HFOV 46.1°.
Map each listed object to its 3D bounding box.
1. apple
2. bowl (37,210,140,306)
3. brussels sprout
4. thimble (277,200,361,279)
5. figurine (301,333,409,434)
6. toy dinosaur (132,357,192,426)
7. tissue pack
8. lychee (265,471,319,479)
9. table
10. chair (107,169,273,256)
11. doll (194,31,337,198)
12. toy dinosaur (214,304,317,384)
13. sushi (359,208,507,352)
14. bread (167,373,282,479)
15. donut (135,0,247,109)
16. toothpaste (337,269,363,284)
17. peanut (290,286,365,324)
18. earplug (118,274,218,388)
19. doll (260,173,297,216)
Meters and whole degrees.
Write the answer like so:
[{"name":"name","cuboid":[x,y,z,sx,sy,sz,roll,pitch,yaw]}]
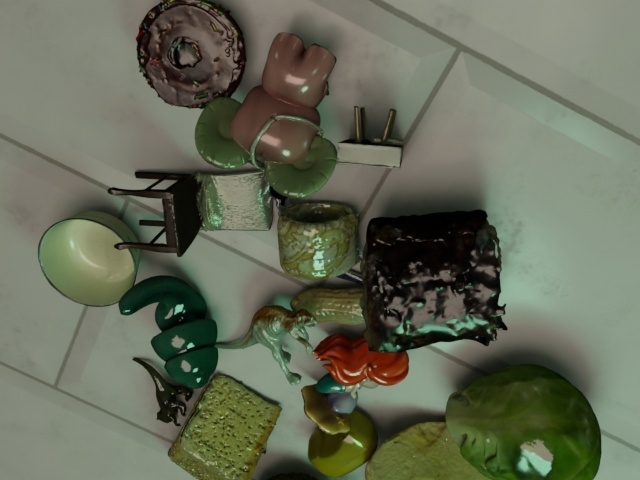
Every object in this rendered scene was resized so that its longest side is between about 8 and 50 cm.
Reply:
[{"name":"apple","cuboid":[0.290,0.618,1.893,0.309,0.252,0.314,-20,108,-17]},{"name":"bowl","cuboid":[-0.528,0.028,1.779,0.238,0.126,0.237,4,118,8]},{"name":"brussels sprout","cuboid":[0.468,0.437,1.750,0.355,0.281,0.289,3,144,28]},{"name":"thimble","cuboid":[0.000,0.000,1.671,0.190,0.137,0.143,-1,119,-3]},{"name":"figurine","cuboid":[0.070,0.323,1.816,0.208,0.181,0.257,43,112,18]},{"name":"toy dinosaur","cuboid":[-0.438,0.423,1.998,0.179,0.087,0.187,17,118,-1]},{"name":"tissue pack","cuboid":[0.065,0.533,1.951,0.127,0.123,0.178,41,116,-18]},{"name":"lychee","cuboid":[-0.065,0.758,2.024,0.320,0.270,0.270,20,126,38]},{"name":"table","cuboid":[0.106,-0.207,1.494,0.122,0.240,0.111,6,100,5]},{"name":"chair","cuboid":[-0.280,-0.065,1.659,0.319,0.186,0.160,3,112,10]},{"name":"doll","cuboid":[-0.088,-0.235,1.480,0.284,0.268,0.216,21,158,1]},{"name":"toy dinosaur","cuboid":[-0.123,0.241,1.825,0.393,0.092,0.205,0,124,44]},{"name":"sushi","cuboid":[0.235,0.081,1.588,0.294,0.281,0.299,-5,105,13]},{"name":"bread","cuboid":[-0.261,0.535,2.043,0.248,0.279,0.315,31,161,-7]},{"name":"donut","cuboid":[-0.260,-0.387,1.533,0.235,0.089,0.235,4,119,7]},{"name":"toothpaste","cuboid":[0.080,0.086,1.769,0.140,0.021,0.037,19,120,1]},{"name":"peanut","cuboid":[0.034,0.153,1.774,0.214,0.098,0.090,1,81,11]},{"name":"earplug","cuboid":[-0.340,0.222,1.802,0.164,0.257,0.280,-23,82,2]},{"name":"doll","cuboid":[-0.087,-0.139,1.648,0.096,0.070,0.195,-8,116,-17]}]
